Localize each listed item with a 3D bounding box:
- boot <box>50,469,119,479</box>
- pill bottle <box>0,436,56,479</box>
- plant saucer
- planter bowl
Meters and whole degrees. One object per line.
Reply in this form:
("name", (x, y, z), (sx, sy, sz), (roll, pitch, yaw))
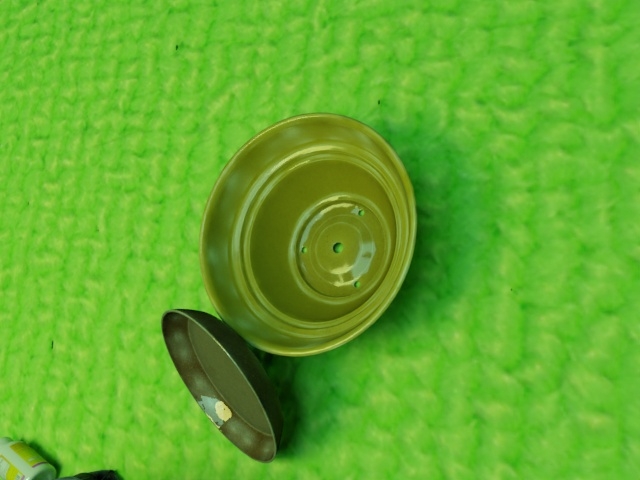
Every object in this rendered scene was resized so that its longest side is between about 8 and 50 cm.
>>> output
("boot", (-0.226, 0.276, 0.672), (0.219, 0.082, 0.106), (-29, 69, 21))
("pill bottle", (-0.347, 0.261, 0.761), (0.083, 0.043, 0.044), (23, 90, 30))
("plant saucer", (-0.088, 0.130, 0.612), (0.029, 0.169, 0.168), (-33, 55, -31))
("planter bowl", (0.000, 0.000, 0.610), (0.217, 0.090, 0.217), (-7, 75, 26))
